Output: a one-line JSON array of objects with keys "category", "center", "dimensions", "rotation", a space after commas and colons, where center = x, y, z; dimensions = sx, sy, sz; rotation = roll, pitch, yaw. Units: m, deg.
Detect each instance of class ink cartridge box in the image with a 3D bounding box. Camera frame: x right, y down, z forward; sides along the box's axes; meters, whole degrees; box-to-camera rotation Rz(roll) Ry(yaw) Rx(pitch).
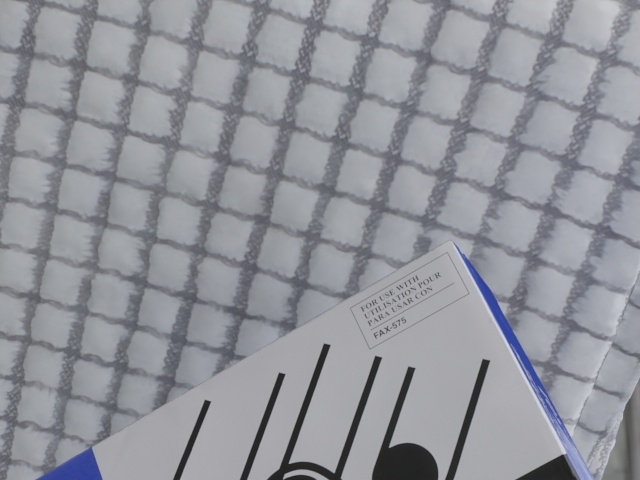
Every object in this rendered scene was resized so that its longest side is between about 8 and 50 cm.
[{"category": "ink cartridge box", "center": [-0.028, 0.095, 0.398], "dimensions": [0.097, 0.207, 0.046], "rotation": [64, 9, 30]}]

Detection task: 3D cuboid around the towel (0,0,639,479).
[{"category": "towel", "center": [0.000, 0.000, 0.532], "dimensions": [0.121, 0.235, 0.284], "rotation": [-66, 171, -63]}]
